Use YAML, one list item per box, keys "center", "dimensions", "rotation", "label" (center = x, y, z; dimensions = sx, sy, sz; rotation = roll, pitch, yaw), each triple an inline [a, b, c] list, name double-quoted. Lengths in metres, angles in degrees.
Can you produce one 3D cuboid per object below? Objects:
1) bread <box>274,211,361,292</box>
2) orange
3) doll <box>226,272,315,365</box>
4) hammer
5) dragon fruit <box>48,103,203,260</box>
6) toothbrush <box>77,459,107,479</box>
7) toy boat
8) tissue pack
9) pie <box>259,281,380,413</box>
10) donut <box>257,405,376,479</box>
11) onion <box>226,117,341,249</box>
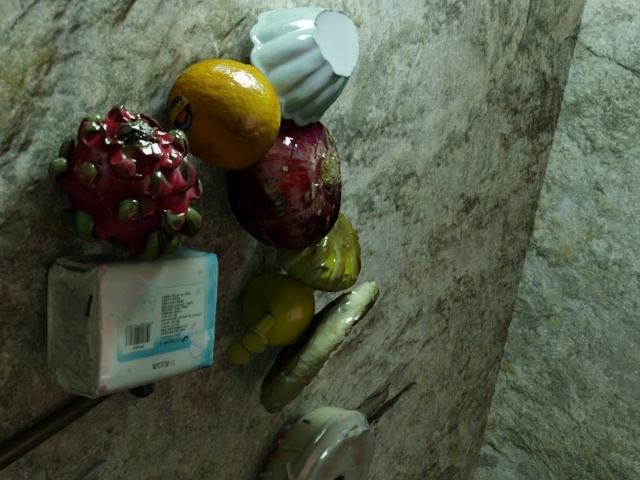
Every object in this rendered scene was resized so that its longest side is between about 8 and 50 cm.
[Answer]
- center: [0.000, 0.000, 1.845]
  dimensions: [0.105, 0.213, 0.213]
  rotation: [-45, 164, 29]
  label: "bread"
- center: [-0.145, -0.193, 1.481]
  dimensions: [0.177, 0.178, 0.155]
  rotation: [78, 31, -48]
  label: "orange"
- center: [-0.066, 0.111, 1.921]
  dimensions: [0.199, 0.145, 0.363]
  rotation: [-37, -174, 40]
  label: "doll"
- center: [-0.398, 0.273, 1.531]
  dimensions: [0.365, 0.044, 0.111]
  rotation: [-34, 138, -45]
  label: "hammer"
- center: [-0.252, -0.076, 1.376]
  dimensions: [0.198, 0.218, 0.273]
  rotation: [-34, 165, 18]
  label: "dragon fruit"
- center: [-0.416, 0.409, 1.630]
  dimensions: [0.162, 0.014, 0.017]
  rotation: [-35, 125, -45]
  label: "toothbrush"
- center: [-0.011, -0.312, 1.630]
  dimensions: [0.199, 0.100, 0.290]
  rotation: [61, 31, -18]
  label: "toy boat"
- center: [-0.281, 0.117, 1.495]
  dimensions: [0.271, 0.124, 0.201]
  rotation: [-5, 96, -59]
  label: "tissue pack"
- center: [-0.009, 0.202, 1.968]
  dimensions: [0.339, 0.077, 0.339]
  rotation: [-46, -177, 3]
  label: "pie"
- center: [-0.019, 0.561, 2.310]
  dimensions: [0.383, 0.143, 0.382]
  rotation: [-39, 141, -41]
  label: "donut"
- center: [-0.059, -0.103, 1.685]
  dimensions: [0.246, 0.190, 0.246]
  rotation: [2, 87, -60]
  label: "onion"
